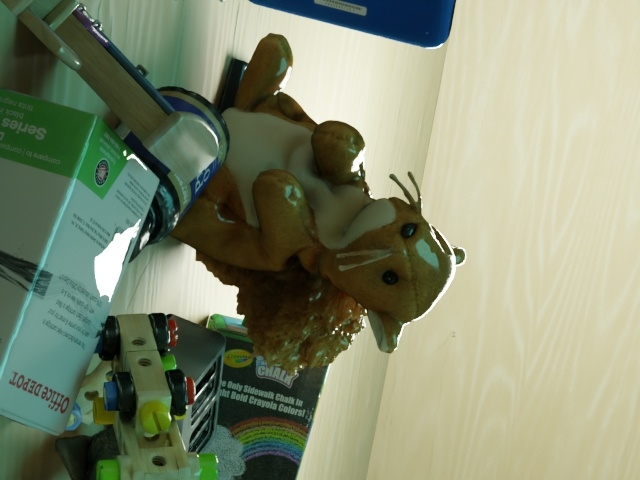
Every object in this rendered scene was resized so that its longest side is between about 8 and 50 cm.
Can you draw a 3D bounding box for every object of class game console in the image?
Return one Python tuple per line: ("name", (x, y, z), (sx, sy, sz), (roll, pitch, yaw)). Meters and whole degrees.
("game console", (0.065, -0.421, 1.988), (0.173, 0.293, 0.250), (-54, 156, -54))

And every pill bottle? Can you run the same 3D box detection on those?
("pill bottle", (-0.198, -0.071, 1.711), (0.219, 0.123, 0.122), (-59, 160, -48))

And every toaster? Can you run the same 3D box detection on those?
("toaster", (-0.206, 0.214, 2.034), (0.185, 0.110, 0.168), (-52, 154, -57))

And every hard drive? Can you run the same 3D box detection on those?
("hard drive", (-0.118, -0.180, 2.112), (0.094, 0.022, 0.135), (10, 96, -76))

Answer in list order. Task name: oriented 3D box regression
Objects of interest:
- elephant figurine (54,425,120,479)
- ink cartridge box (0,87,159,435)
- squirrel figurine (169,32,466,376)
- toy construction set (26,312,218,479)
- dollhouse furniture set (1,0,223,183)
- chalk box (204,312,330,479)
("elephant figurine", (-0.242, 0.280, 1.836), (0.186, 0.169, 0.239), (-61, -142, 28))
("ink cartridge box", (-0.284, 0.027, 1.480), (0.211, 0.122, 0.289), (59, 49, -72))
("squirrel figurine", (0.000, 0.000, 2.001), (0.281, 0.370, 0.397), (-52, 164, -33))
("toy construction set", (-0.205, 0.204, 1.603), (0.151, 0.327, 0.215), (-11, 126, -29))
("dollhouse furniture set", (-0.112, -0.251, 1.434), (0.303, 0.198, 0.286), (-45, 165, 0))
("chalk box", (-0.095, 0.212, 2.236), (0.179, 0.180, 0.288), (-146, -107, -83))
